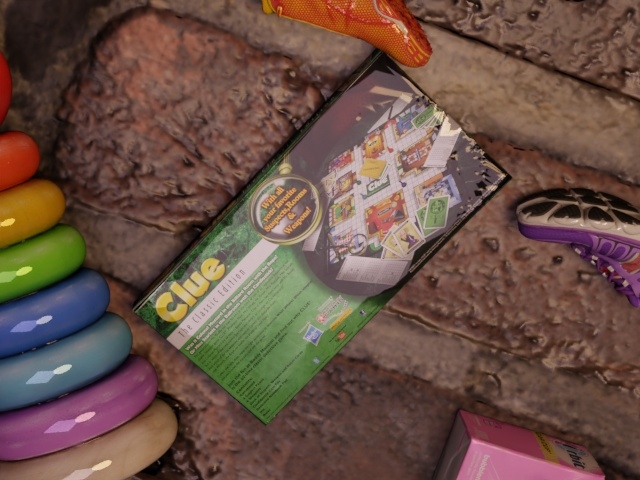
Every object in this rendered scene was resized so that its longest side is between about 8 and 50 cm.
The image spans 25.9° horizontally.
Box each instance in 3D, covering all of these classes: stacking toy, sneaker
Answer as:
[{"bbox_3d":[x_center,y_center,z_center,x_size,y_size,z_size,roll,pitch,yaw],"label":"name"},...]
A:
[{"bbox_3d":[-0.212,0.009,0.959,0.141,0.141,0.330,-17,99,1],"label":"stacking toy"},{"bbox_3d":[0.000,-0.170,0.955,0.175,0.064,0.067,37,108,-2],"label":"sneaker"},{"bbox_3d":[0.220,0.011,1.010,0.170,0.068,0.071,16,109,-8],"label":"sneaker"}]

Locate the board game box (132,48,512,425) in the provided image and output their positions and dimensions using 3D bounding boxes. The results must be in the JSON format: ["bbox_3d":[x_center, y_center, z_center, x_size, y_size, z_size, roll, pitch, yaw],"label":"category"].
[{"bbox_3d":[0.000,0.000,1.010,0.136,0.030,0.259,43,98,-15],"label":"board game box"}]

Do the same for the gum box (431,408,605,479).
[{"bbox_3d":[0.128,0.237,1.063,0.107,0.062,0.188,18,103,-8],"label":"gum box"}]
